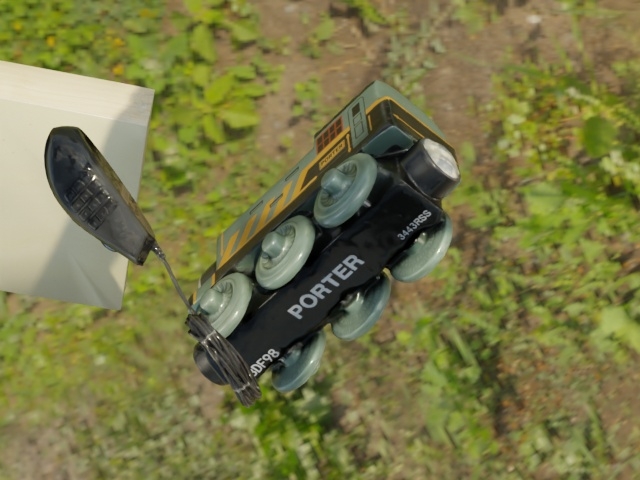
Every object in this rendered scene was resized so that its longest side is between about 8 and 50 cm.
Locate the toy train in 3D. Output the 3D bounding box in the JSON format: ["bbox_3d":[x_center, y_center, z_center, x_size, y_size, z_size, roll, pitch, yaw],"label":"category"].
[{"bbox_3d":[0.000,0.000,1.342,0.142,0.190,0.334,34,119,-24],"label":"toy train"}]

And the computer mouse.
[{"bbox_3d":[-0.120,0.024,0.984,0.041,0.071,0.242,-35,99,-1],"label":"computer mouse"}]

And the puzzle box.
[{"bbox_3d":[-0.372,-0.069,1.319,0.408,0.052,0.272,11,138,-6],"label":"puzzle box"}]
